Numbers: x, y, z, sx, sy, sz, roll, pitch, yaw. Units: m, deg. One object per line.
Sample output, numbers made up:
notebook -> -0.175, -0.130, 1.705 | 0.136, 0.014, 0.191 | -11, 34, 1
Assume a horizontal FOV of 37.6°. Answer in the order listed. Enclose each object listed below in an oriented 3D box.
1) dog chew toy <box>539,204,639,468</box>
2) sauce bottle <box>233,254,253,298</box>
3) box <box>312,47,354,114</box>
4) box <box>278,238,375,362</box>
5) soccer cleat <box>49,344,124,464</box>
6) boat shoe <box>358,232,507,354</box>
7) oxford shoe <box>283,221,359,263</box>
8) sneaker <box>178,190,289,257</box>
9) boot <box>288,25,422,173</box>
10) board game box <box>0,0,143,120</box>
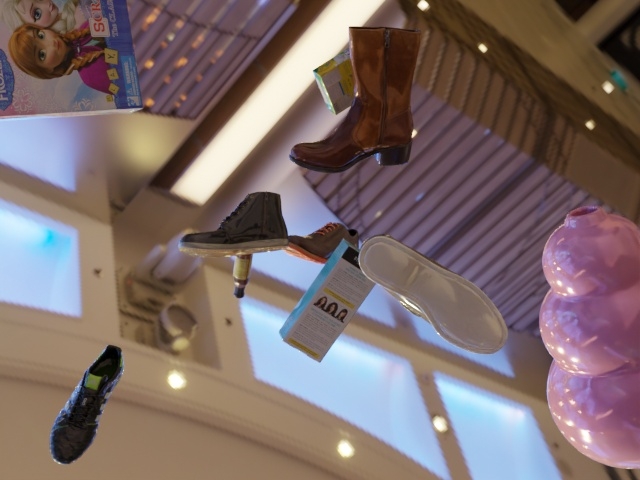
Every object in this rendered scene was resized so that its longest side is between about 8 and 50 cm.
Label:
dog chew toy -> 0.371, 0.116, 1.189 | 0.206, 0.207, 0.331 | -47, -59, -64
sauce bottle -> -0.185, 0.077, 2.199 | 0.042, 0.128, 0.042 | 9, -150, -5
box -> 0.080, -0.350, 1.939 | 0.043, 0.179, 0.105 | 48, 167, 48
box -> 0.022, 0.126, 1.962 | 0.100, 0.244, 0.060 | 33, -174, -18
soccer cleat -> -0.320, 0.220, 1.287 | 0.060, 0.072, 0.179 | 20, -131, 1
boat shoe -> 0.199, 0.091, 1.669 | 0.305, 0.109, 0.091 | 35, -176, -4
oxford shoe -> 0.000, 0.000, 2.116 | 0.097, 0.098, 0.271 | 18, -176, 29
sneaker -> -0.178, -0.032, 1.872 | 0.222, 0.083, 0.118 | -4, -102, -21
boot -> 0.067, -0.278, 1.851 | 0.264, 0.280, 0.096 | -3, -152, -8
board game box -> -0.505, -0.386, 1.740 | 0.318, 0.066, 0.318 | -11, -87, -37
